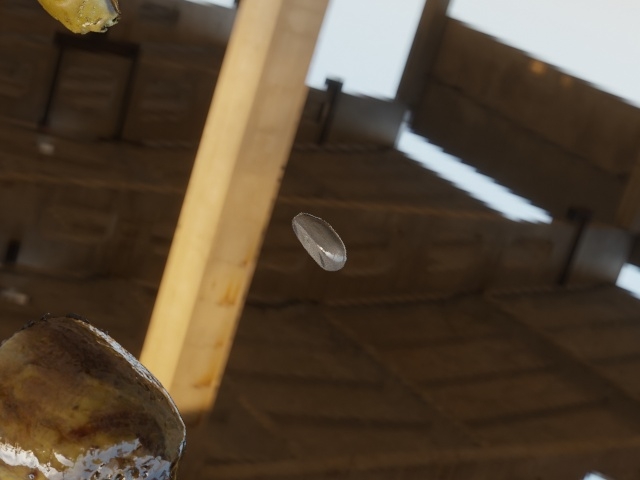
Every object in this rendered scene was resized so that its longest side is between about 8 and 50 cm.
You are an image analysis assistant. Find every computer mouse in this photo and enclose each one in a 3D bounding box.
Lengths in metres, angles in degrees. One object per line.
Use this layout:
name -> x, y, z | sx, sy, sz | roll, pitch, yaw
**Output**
computer mouse -> 0.002, -0.001, 1.863 | 0.039, 0.066, 0.096 | -33, -121, -14

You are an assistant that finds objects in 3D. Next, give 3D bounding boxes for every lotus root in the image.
lotus root -> -0.277, 0.239, 1.623 | 0.272, 0.272, 0.192 | -1, -155, -46

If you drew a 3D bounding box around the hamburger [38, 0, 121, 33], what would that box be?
hamburger -> -0.193, -0.277, 1.010 | 0.262, 0.124, 0.131 | 65, -173, 27
